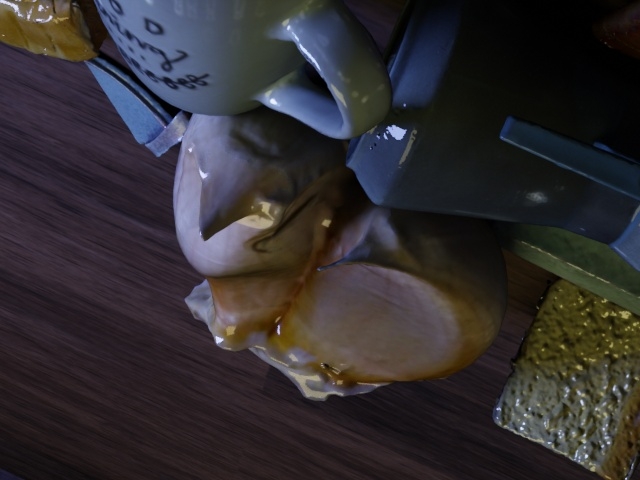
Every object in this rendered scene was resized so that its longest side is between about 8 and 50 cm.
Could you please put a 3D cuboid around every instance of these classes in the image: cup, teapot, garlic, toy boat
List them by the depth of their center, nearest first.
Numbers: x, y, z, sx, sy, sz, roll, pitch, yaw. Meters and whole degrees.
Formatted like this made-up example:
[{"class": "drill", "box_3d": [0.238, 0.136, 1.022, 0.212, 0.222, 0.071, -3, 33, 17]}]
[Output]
[{"class": "cup", "box_3d": [-0.045, -0.157, 0.933, 0.258, 0.186, 0.234, 55, 165, 15]}, {"class": "teapot", "box_3d": [0.145, -0.072, 0.969, 0.225, 0.171, 0.203, 21, -170, -3]}, {"class": "garlic", "box_3d": [0.000, 0.000, 1.166, 0.286, 0.249, 0.313, 51, 157, 22]}, {"class": "toy boat", "box_3d": [-0.176, -0.131, 1.322, 0.122, 0.034, 0.096, 42, 151, -12]}]

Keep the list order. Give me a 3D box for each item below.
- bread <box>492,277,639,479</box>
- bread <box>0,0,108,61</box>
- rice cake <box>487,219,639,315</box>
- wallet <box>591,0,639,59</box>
[{"class": "bread", "box_3d": [0.239, 0.125, 1.284, 0.147, 0.152, 0.127, 21, 143, 9]}, {"class": "bread", "box_3d": [-0.244, -0.194, 1.230, 0.132, 0.053, 0.074, 17, 152, 22]}, {"class": "rice cake", "box_3d": [0.264, 0.038, 1.208, 0.290, 0.051, 0.081, 28, 163, 2]}, {"class": "wallet", "box_3d": [0.275, -0.137, 0.838, 0.137, 0.031, 0.255, 15, 168, -15]}]
